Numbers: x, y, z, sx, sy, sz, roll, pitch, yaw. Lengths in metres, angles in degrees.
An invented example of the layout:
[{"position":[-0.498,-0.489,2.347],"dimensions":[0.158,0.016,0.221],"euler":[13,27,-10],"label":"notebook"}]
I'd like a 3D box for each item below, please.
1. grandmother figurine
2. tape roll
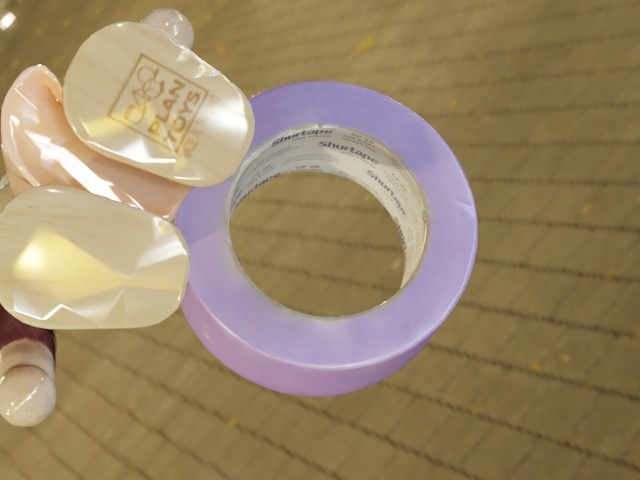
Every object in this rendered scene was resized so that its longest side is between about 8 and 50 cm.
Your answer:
[{"position":[-0.116,-0.017,0.740],"dimensions":[0.208,0.104,0.342],"euler":[-58,11,-14],"label":"grandmother figurine"},{"position":[0.000,0.000,0.989],"dimensions":[0.189,0.189,0.080],"euler":[-52,-5,-18],"label":"tape roll"}]
